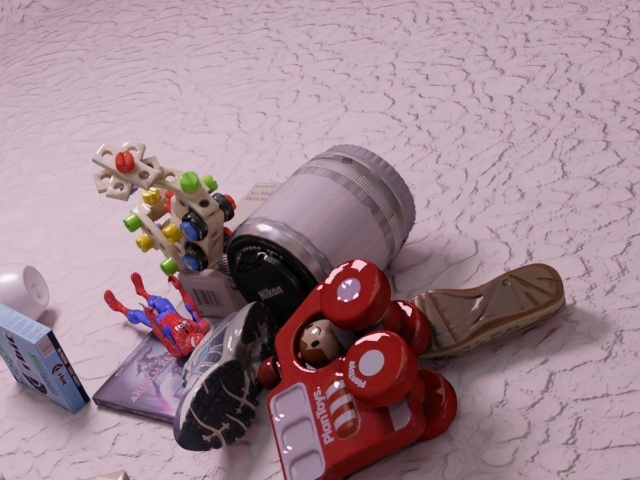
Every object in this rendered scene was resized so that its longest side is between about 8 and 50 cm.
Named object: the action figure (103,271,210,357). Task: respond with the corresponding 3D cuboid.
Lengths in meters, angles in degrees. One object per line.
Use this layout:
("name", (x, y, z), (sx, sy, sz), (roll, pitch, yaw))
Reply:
("action figure", (-0.273, 0.102, 2.010), (0.091, 0.139, 0.280), (-37, 39, -22))

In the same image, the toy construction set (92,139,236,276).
("toy construction set", (-0.243, -0.056, 1.963), (0.151, 0.328, 0.215), (-43, 71, -9))

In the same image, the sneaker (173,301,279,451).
("sneaker", (-0.157, 0.216, 1.832), (0.122, 0.110, 0.283), (-19, 26, 35))

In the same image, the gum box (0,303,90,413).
("gum box", (-0.473, 0.190, 2.006), (0.184, 0.157, 0.041), (19, 50, 44))

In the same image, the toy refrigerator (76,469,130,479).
("toy refrigerator", (-0.299, 0.441, 1.601), (0.094, 0.102, 0.269), (-14, 34, 9))

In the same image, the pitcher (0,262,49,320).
("pitcher", (-0.598, 0.113, 2.236), (0.207, 0.125, 0.178), (-24, 16, 15))

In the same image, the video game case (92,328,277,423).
("video game case", (-0.208, 0.215, 1.951), (0.274, 0.026, 0.196), (7, 42, 35))

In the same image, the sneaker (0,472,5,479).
("sneaker", (-0.496, 0.416, 1.798), (0.075, 0.057, 0.161), (14, 42, 17))

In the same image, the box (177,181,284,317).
("box", (-0.124, 0.013, 2.133), (0.113, 0.094, 0.275), (2, 40, 33))

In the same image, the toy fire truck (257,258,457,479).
("toy fire truck", (0.029, 0.186, 1.712), (0.253, 0.169, 0.302), (-30, 50, 14))

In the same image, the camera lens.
("camera lens", (0.000, 0.000, 1.970), (0.219, 0.219, 0.274), (11, 44, 39))

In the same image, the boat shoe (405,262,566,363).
("boat shoe", (0.227, 0.122, 1.813), (0.285, 0.089, 0.105), (-16, 59, 11))
